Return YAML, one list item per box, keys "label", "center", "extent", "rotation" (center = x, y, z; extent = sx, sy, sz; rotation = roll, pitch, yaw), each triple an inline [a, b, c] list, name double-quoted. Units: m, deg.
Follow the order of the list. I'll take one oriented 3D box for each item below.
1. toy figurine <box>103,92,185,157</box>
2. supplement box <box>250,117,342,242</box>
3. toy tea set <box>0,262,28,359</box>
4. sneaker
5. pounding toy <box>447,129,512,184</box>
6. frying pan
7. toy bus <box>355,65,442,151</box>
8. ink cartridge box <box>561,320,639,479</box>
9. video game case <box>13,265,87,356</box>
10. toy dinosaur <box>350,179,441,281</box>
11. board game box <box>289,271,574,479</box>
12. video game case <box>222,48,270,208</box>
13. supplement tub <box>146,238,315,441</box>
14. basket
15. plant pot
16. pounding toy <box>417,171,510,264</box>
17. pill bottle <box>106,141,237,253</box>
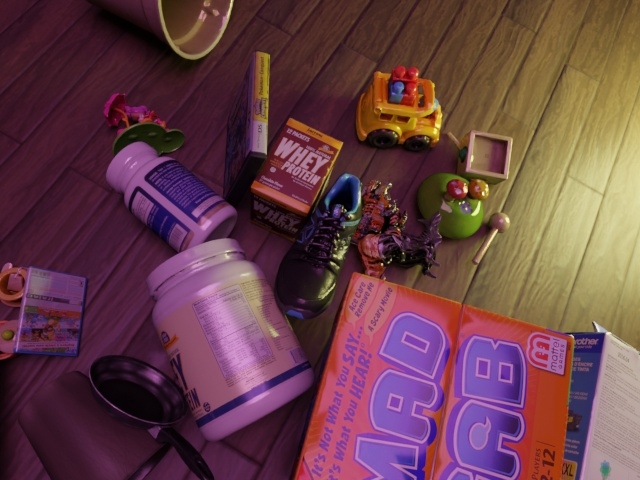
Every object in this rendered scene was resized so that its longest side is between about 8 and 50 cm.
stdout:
- label: "toy figurine"
  center: [-0.434, -0.282, 1.125]
  extent: [0.173, 0.130, 0.159]
  rotation: [-19, 63, -37]
- label: "supplement box"
  center: [-0.060, -0.127, 1.073]
  extent: [0.129, 0.194, 0.192]
  rotation: [25, 69, 1]
- label: "toy tea set"
  center: [-0.691, 0.089, 0.933]
  extent: [0.335, 0.124, 0.200]
  rotation: [32, 69, 3]
- label: "sneaker"
  center: [0.000, 0.000, 0.959]
  extent: [0.124, 0.140, 0.341]
  rotation: [19, 49, 4]
- label: "pounding toy"
  center: [0.408, -0.224, 1.246]
  extent: [0.141, 0.100, 0.130]
  rotation: [10, 84, -3]
- label: "frying pan"
  center: [-0.292, 0.321, 0.879]
  extent: [0.326, 0.197, 0.053]
  rotation: [34, 94, 13]
- label: "toy bus"
  center: [0.217, -0.341, 1.186]
  extent: [0.220, 0.211, 0.150]
  rotation: [6, 68, -9]
- label: "ink cartridge box"
  center: [0.603, 0.369, 0.996]
  extent: [0.269, 0.151, 0.396]
  rotation: [31, 69, -16]
- label: "video game case"
  center: [-0.538, 0.144, 0.955]
  extent: [0.015, 0.119, 0.167]
  rotation: [-15, 67, 31]
- label: "toy dinosaur"
  center: [0.163, 0.014, 1.111]
  extent: [0.218, 0.164, 0.323]
  rotation: [0, 89, 6]
- label: "board game box"
  center: [0.161, 0.314, 0.832]
  extent: [0.355, 0.356, 0.357]
  rotation: [16, 70, 3]
- label: "video game case"
  center: [-0.169, -0.231, 1.051]
  extent: [0.035, 0.275, 0.249]
  rotation: [7, 69, -22]
- label: "supplement tub"
  center: [-0.179, 0.185, 0.922]
  extent: [0.235, 0.235, 0.325]
  rotation: [-25, 76, -16]
- label: "basket"
  center: [-0.421, 0.364, 0.869]
  extent: [0.226, 0.154, 0.204]
  rotation: [39, 50, 10]
- label: "plant pot"
  center: [-0.420, -0.656, 1.162]
  extent: [0.305, 0.334, 0.334]
  rotation: [21, 68, 11]
- label: "pounding toy"
  center: [0.360, -0.089, 1.154]
  extent: [0.237, 0.110, 0.183]
  rotation: [45, 58, 5]
- label: "pill bottle"
  center: [-0.325, -0.086, 1.039]
  extent: [0.264, 0.153, 0.153]
  rotation: [40, 70, 6]
